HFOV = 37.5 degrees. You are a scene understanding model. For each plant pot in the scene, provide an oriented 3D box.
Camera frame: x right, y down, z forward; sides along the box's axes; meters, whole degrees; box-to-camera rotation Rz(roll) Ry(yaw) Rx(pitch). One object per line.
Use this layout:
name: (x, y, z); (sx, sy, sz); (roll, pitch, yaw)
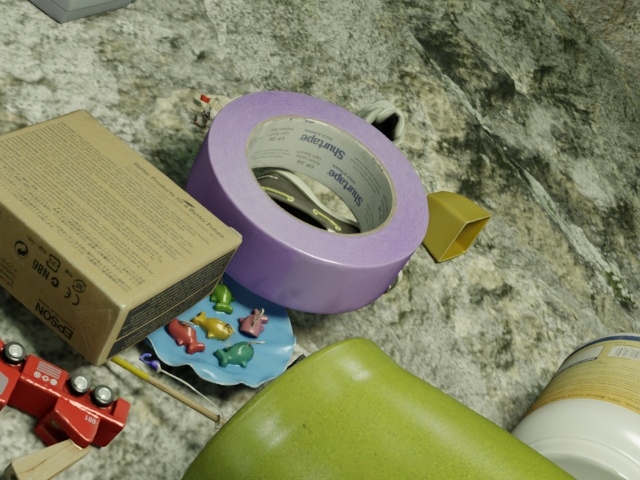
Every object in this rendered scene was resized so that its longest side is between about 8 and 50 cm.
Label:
plant pot: (0.188, -0.029, 1.410); (0.083, 0.081, 0.081); (45, 33, 22)
plant pot: (0.072, 0.279, 0.774); (0.353, 0.366, 0.366); (46, 33, 22)

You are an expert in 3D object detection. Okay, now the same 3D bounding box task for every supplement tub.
supplement tub: (0.350, 0.267, 1.137); (0.228, 0.228, 0.316); (50, 35, 7)

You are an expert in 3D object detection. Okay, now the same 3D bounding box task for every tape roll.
tape roll: (-0.014, -0.050, 1.096); (0.274, 0.090, 0.275); (17, 43, -17)

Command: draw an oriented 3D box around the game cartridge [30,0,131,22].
game cartridge: (-0.386, -0.419, 1.246); (0.297, 0.062, 0.198); (46, 31, 2)

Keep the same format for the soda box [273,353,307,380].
soda box: (0.016, 0.205, 1.012); (0.169, 0.053, 0.060); (44, 35, -2)

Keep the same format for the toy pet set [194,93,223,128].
toy pet set: (-0.106, -0.131, 1.249); (0.122, 0.065, 0.114); (25, 4, -30)

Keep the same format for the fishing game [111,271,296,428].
fishing game: (-0.110, 0.077, 1.002); (0.189, 0.041, 0.264); (33, 34, 8)

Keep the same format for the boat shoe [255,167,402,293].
boat shoe: (0.000, 0.000, 1.189); (0.227, 0.081, 0.069); (38, 38, 2)

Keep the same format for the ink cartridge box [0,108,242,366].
ink cartridge box: (-0.227, -0.012, 0.922); (0.234, 0.088, 0.193); (38, 32, 13)

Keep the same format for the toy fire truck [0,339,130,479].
toy fire truck: (-0.224, 0.179, 0.800); (0.192, 0.047, 0.135); (31, 38, -18)

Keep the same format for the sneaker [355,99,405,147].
sneaker: (0.093, -0.161, 1.410); (0.090, 0.115, 0.232); (39, 35, -9)
